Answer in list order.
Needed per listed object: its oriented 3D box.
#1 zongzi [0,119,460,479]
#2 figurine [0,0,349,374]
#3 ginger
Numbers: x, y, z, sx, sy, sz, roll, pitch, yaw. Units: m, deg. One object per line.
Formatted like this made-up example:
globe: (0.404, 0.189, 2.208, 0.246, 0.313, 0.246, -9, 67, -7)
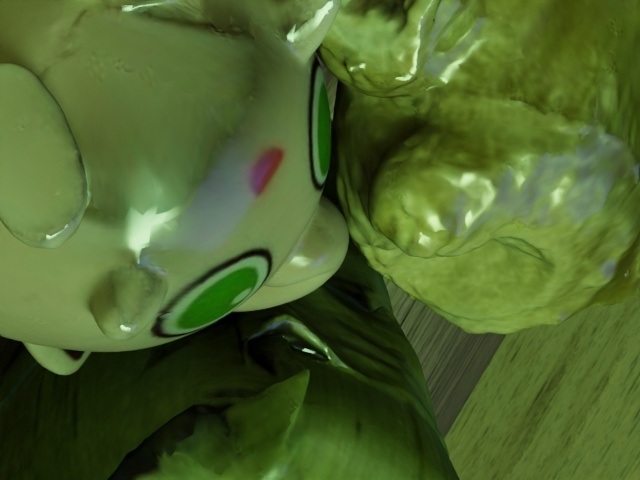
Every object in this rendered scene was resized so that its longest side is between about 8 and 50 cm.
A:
zongzi: (-0.091, 0.099, 0.591, 0.323, 0.160, 0.360, -40, -154, 18)
figurine: (-0.051, -0.026, 0.391, 0.125, 0.125, 0.138, -55, 166, -15)
ginger: (0.075, -0.101, 0.525, 0.219, 0.123, 0.270, -2, 95, -54)
